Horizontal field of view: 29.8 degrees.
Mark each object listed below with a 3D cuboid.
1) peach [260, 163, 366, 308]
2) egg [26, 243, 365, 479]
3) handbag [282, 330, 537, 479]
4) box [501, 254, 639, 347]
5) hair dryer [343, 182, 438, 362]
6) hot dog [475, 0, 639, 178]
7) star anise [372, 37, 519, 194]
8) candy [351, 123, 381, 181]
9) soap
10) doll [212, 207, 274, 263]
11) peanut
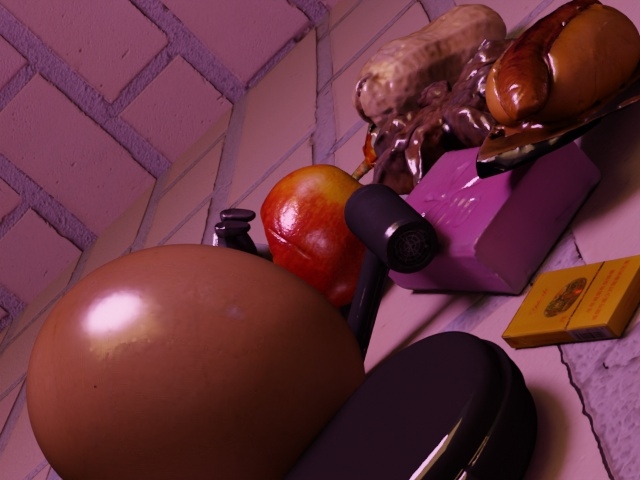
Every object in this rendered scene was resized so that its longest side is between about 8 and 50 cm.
[{"bbox_3d":[0.000,0.000,1.601,0.192,0.190,0.190,-50,16,-16],"label":"peach"},{"bbox_3d":[-0.133,0.152,1.286,0.374,0.301,0.301,-6,32,17],"label":"egg"},{"bbox_3d":[0.068,0.217,1.069,0.308,0.093,0.254,-49,18,-8],"label":"handbag"},{"bbox_3d":[0.241,0.059,1.132,0.087,0.023,0.155,-57,19,-23],"label":"box"},{"bbox_3d":[0.060,0.073,1.362,0.128,0.070,0.255,-136,56,-63],"label":"hair dryer"},{"bbox_3d":[0.269,-0.192,1.325,0.194,0.107,0.326,-21,13,28],"label":"hot dog"},{"bbox_3d":[0.192,-0.171,1.651,0.315,0.108,0.315,-43,18,17],"label":"star anise"},{"bbox_3d":[0.047,-0.096,1.929,0.287,0.084,0.078,-44,19,36],"label":"candy"},{"bbox_3d":[0.182,-0.028,1.383,0.181,0.081,0.259,-51,17,-15],"label":"soap"},{"bbox_3d":[-0.089,0.098,1.605,0.258,0.153,0.195,80,-162,-55],"label":"doll"},{"bbox_3d":[0.167,-0.267,1.847,0.290,0.130,0.130,-30,8,-24],"label":"peanut"}]
